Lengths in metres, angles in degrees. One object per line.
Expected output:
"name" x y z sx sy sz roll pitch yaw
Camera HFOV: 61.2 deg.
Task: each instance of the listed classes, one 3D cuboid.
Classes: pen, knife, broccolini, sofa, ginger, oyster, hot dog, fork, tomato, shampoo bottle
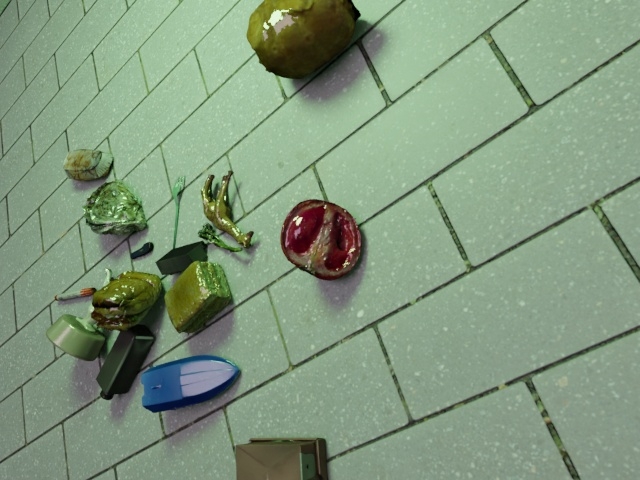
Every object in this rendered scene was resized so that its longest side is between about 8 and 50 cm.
"pen" -0.868 0.190 1.911 0.239 0.028 0.028 -12 73 35
"knife" -0.577 0.035 1.734 0.121 0.018 0.031 -22 74 32
"broccolini" -0.272 0.004 1.500 0.194 0.052 0.054 23 59 37
"sofa" -0.396 0.056 1.573 0.147 0.085 0.060 -14 112 33
"ginger" -0.055 -0.514 1.351 0.269 0.200 0.223 27 95 38
"oyster" -0.687 -0.095 1.803 0.198 0.112 0.268 -35 51 2
"hot dog" -0.855 -0.280 1.987 0.252 0.069 0.131 5 74 35
"fork" -0.444 -0.089 1.661 0.039 0.021 0.235 -5 76 39
"tomato" 0.000 0.000 1.265 0.189 0.099 0.173 27 79 -1
"shampoo bottle" -0.597 0.372 1.634 0.079 0.080 0.246 37 103 37

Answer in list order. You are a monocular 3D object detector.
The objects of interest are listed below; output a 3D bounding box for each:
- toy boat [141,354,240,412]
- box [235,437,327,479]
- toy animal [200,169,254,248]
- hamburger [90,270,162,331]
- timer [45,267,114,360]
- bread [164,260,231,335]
"toy boat" -0.338 0.375 1.444 0.295 0.088 0.129 -18 69 21
"box" -0.091 0.556 1.208 0.215 0.086 0.215 -14 71 34
"toy animal" -0.265 -0.079 1.504 0.149 0.054 0.276 -32 61 25
"hamburger" -0.580 0.167 1.603 0.183 0.130 0.206 5 45 32
"timer" -0.724 0.231 1.740 0.175 0.175 0.266 29 81 37
"bread" -0.344 0.158 1.480 0.196 0.102 0.138 -39 57 25
